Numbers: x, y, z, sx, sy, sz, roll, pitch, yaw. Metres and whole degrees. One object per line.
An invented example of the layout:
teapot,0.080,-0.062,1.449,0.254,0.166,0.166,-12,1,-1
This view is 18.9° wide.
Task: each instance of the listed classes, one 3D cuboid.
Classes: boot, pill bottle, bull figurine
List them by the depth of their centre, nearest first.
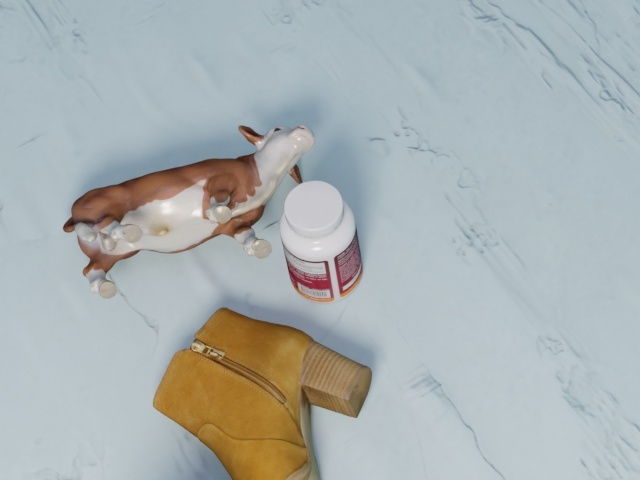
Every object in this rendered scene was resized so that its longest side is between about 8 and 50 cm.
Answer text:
boot,-0.093,0.217,2.067,0.211,0.104,0.295,16,60,23
pill bottle,0.000,0.000,2.143,0.086,0.152,0.086,-3,59,4
bull figurine,-0.144,-0.037,2.196,0.310,0.101,0.188,-19,24,4
